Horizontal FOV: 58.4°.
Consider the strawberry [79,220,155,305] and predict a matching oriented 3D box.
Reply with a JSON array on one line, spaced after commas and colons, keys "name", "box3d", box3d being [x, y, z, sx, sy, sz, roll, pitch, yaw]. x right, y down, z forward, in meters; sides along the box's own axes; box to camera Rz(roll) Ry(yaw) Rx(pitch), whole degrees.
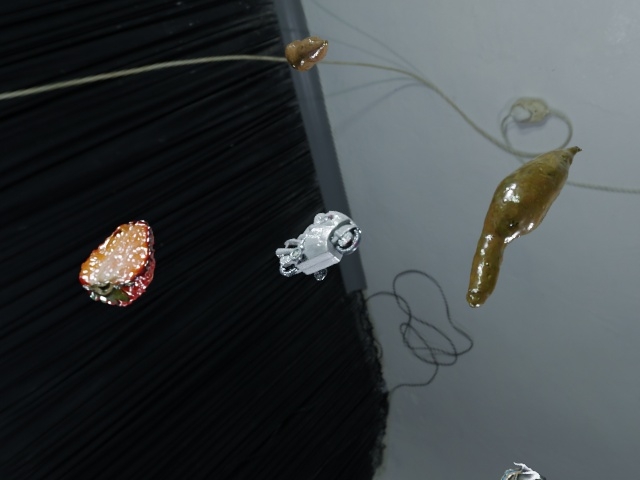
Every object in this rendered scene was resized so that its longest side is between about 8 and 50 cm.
[{"name": "strawberry", "box3d": [-0.484, 0.067, 1.445, 0.190, 0.236, 0.111, 2, 140, 17]}]

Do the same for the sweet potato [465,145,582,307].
[{"name": "sweet potato", "box3d": [0.251, -0.033, 0.751, 0.075, 0.269, 0.075, 34, 169, 8]}]

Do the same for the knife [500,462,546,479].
[{"name": "knife", "box3d": [0.295, 0.551, 0.935, 0.089, 0.365, 0.043, 3, 146, 44]}]

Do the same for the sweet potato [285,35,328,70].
[{"name": "sweet potato", "box3d": [-0.029, -0.378, 1.163, 0.218, 0.051, 0.065, -150, 57, -64]}]

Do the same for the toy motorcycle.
[{"name": "toy motorcycle", "box3d": [0.000, 0.000, 1.494, 0.260, 0.171, 0.110, -22, 134, 32]}]
